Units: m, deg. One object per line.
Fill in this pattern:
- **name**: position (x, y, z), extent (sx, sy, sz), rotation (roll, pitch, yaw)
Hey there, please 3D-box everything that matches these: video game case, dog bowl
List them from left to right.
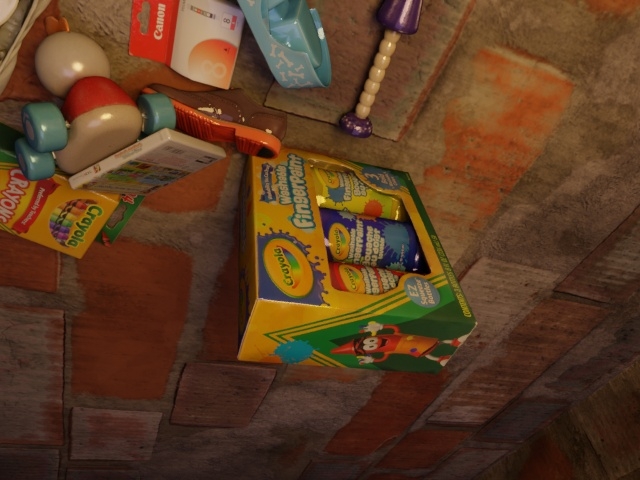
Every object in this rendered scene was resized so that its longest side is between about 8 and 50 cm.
- **video game case**: position (-0.315, -0.141, 0.903), extent (0.207, 0.227, 0.026), rotation (-23, 88, 12)
- **dog bowl**: position (-0.067, -0.371, 0.741), extent (0.074, 0.165, 0.297), rotation (-11, 135, 18)

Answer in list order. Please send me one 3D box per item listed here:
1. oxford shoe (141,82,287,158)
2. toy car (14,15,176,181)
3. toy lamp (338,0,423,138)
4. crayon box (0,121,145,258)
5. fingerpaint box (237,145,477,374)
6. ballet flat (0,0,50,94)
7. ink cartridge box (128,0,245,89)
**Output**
- **oxford shoe**: position (-0.195, -0.244, 0.899), extent (0.272, 0.098, 0.097), rotation (20, 166, -10)
- **toy car**: position (-0.409, -0.251, 0.803), extent (0.219, 0.237, 0.210), rotation (-22, 177, -40)
- **toy lamp**: position (0.108, -0.322, 0.867), extent (0.080, 0.080, 0.274), rotation (10, 132, -17)
- **crayon box**: position (-0.555, -0.086, 0.981), extent (0.319, 0.081, 0.202), rotation (27, 124, -30)
- **fingerpaint box**: position (0.035, 0.013, 0.917), extent (0.371, 0.444, 0.163), rotation (9, 130, -16)
- **ballet flat**: position (-0.530, -0.320, 0.729), extent (0.400, 0.139, 0.139), rotation (-36, 128, 24)
- **ink cartridge box**: position (-0.228, -0.352, 0.807), extent (0.180, 0.045, 0.145), rotation (8, 131, -20)
